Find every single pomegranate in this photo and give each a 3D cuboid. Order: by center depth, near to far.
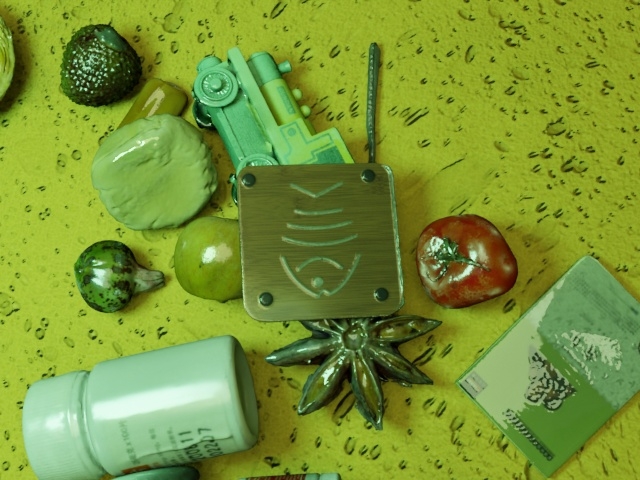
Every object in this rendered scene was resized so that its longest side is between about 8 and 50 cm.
[{"bbox_3d":[-0.385,0.066,1.466,0.163,0.125,0.138,-6,66,3],"label":"pomegranate"}]

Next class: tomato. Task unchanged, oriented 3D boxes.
[{"bbox_3d":[0.268,0.034,1.397,0.187,0.151,0.187,-15,70,46],"label":"tomato"}]

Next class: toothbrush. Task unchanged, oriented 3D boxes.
[{"bbox_3d":[0.099,-0.254,1.536,0.031,0.030,0.297,1,79,15],"label":"toothbrush"}]

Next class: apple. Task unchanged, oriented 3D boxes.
[{"bbox_3d":[-0.182,0.036,1.432,0.183,0.182,0.155,11,83,7],"label":"apple"}]

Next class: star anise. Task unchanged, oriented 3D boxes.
[{"bbox_3d":[0.058,0.181,1.411,0.332,0.117,0.331,1,76,-4],"label":"star anise"}]

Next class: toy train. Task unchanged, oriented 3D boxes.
[{"bbox_3d":[-0.101,-0.219,1.493,0.237,0.150,0.368,-24,78,-9],"label":"toy train"}]

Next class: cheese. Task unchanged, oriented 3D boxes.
[{"bbox_3d":[-0.307,-0.121,1.459,0.226,0.214,0.117,-25,34,4],"label":"cheese"}]

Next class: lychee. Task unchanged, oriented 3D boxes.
[{"bbox_3d":[-0.443,-0.342,1.542,0.171,0.171,0.171,-1,79,5],"label":"lychee"}]

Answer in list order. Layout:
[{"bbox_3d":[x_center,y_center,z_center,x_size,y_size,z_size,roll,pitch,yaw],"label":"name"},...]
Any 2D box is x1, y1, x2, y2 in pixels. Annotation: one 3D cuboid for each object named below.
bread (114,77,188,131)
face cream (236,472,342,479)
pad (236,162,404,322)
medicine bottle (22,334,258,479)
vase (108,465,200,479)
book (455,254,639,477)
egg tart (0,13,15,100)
[{"bbox_3d":[-0.359,-0.221,1.547,0.093,0.074,0.239,28,83,15],"label":"bread"},{"bbox_3d":[-0.053,0.501,1.311,0.187,0.201,0.201,-5,78,4],"label":"face cream"},{"bbox_3d":[0.000,0.000,1.371,0.287,0.018,0.283,-2,78,-8],"label":"pad"},{"bbox_3d":[-0.310,0.303,1.369,0.372,0.211,0.211,-13,78,2],"label":"medicine bottle"},{"bbox_3d":[-0.276,0.548,1.324,0.245,0.245,0.291,-13,69,2],"label":"vase"},{"bbox_3d":[0.452,0.223,1.408,0.352,0.035,0.239,-43,80,-4],"label":"book"},{"bbox_3d":[-0.748,-0.353,1.587,0.295,0.116,0.294,-1,80,3],"label":"egg tart"}]
